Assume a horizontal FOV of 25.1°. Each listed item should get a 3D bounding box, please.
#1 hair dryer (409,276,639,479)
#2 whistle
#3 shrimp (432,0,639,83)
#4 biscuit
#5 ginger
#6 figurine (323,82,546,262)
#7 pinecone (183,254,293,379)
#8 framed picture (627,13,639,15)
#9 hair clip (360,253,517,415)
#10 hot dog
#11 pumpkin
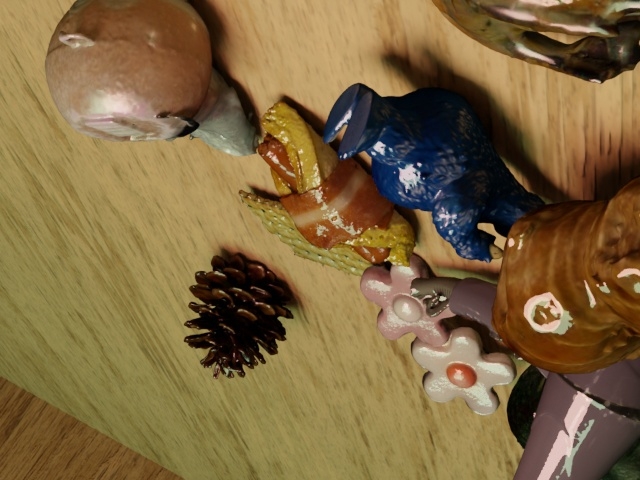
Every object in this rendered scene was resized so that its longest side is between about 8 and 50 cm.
[{"bbox_3d":[0.210,0.146,1.602,0.121,0.301,0.361,16,-162,-41],"label":"hair dryer"},{"bbox_3d":[-0.172,-0.180,1.582,0.189,0.189,0.348,21,177,30],"label":"whistle"},{"bbox_3d":[0.184,-0.169,1.123,0.254,0.059,0.145,18,156,36],"label":"shrimp"},{"bbox_3d":[0.000,0.001,1.841,0.203,0.016,0.144,18,158,34],"label":"biscuit"},{"bbox_3d":[0.294,0.037,1.300,0.274,0.153,0.357,7,163,-31],"label":"ginger"},{"bbox_3d":[0.128,-0.071,1.386,0.262,0.121,0.164,27,-158,-34],"label":"figurine"},{"bbox_3d":[-0.125,0.121,2.081,0.162,0.165,0.163,17,155,8],"label":"pinecone"},{"bbox_3d":[0.145,-0.267,1.076,0.217,0.017,0.274,6,145,50],"label":"framed picture"},{"bbox_3d":[0.150,0.118,1.807,0.146,0.075,0.257,-12,129,44],"label":"hair clip"},{"bbox_3d":[0.012,-0.042,1.637,0.261,0.093,0.123,42,157,-18],"label":"hot dog"},{"bbox_3d":[0.318,0.222,1.670,0.211,0.152,0.212,24,141,21],"label":"pumpkin"}]
